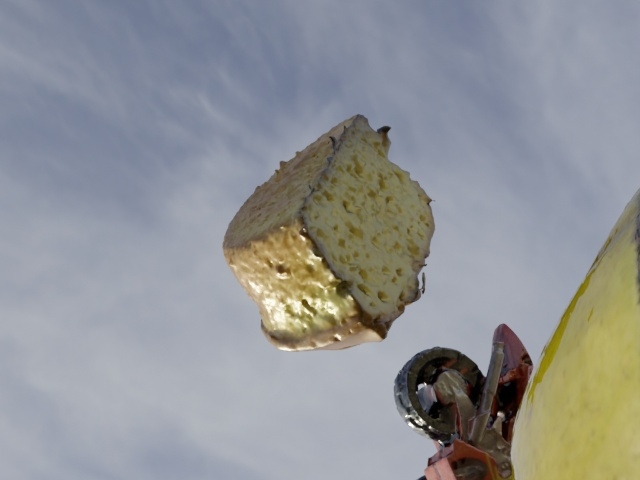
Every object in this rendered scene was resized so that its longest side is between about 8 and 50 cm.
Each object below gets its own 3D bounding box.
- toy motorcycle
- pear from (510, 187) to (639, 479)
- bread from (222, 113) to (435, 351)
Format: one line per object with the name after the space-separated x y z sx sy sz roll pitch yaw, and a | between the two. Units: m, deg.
0.180 0.229 1.275 0.171 0.089 0.298 -16 -107 -26 | toy motorcycle
0.164 0.098 0.623 0.267 0.267 0.178 33 -46 -30 | pear
0.000 0.000 1.122 0.139 0.229 0.143 -24 -72 27 | bread
